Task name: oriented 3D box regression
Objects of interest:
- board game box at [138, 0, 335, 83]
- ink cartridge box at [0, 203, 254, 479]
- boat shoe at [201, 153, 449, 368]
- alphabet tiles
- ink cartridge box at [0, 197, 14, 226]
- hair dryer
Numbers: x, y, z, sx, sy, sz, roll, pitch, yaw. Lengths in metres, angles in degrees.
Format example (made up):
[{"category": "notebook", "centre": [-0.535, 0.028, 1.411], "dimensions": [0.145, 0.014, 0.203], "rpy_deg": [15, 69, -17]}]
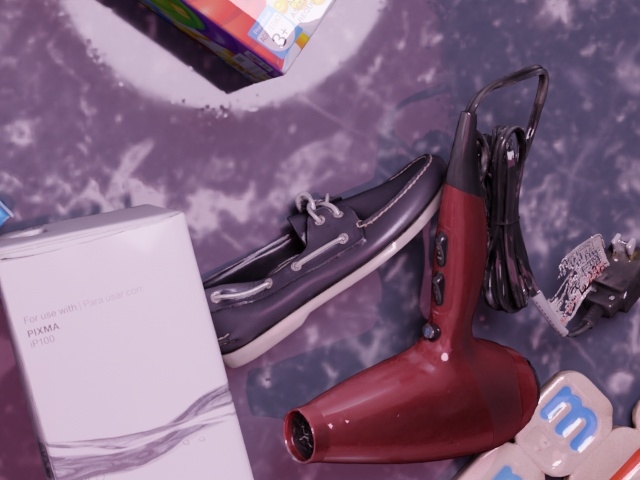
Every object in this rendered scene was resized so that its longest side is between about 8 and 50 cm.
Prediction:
[{"category": "board game box", "centre": [-0.106, -0.236, 1.017], "dimensions": [0.275, 0.144, 0.142], "rpy_deg": [35, 87, -10]}, {"category": "ink cartridge box", "centre": [-0.115, 0.124, 0.999], "dimensions": [0.117, 0.207, 0.283], "rpy_deg": [-15, 96, -11]}, {"category": "boat shoe", "centre": [0.000, 0.000, 1.084], "dimensions": [0.206, 0.075, 0.065], "rpy_deg": [-39, 102, -2]}, {"category": "alphabet tiles", "centre": [0.225, 0.234, 1.164], "dimensions": [0.278, 0.021, 0.284], "rpy_deg": [-46, 99, -5]}, {"category": "ink cartridge box", "centre": [-0.325, -0.053, 0.971], "dimensions": [0.171, 0.168, 0.232], "rpy_deg": [-39, 99, -7]}, {"category": "hair dryer", "centre": [0.083, 0.043, 1.076], "dimensions": [0.293, 0.080, 0.223], "rpy_deg": [-48, 121, -16]}]
